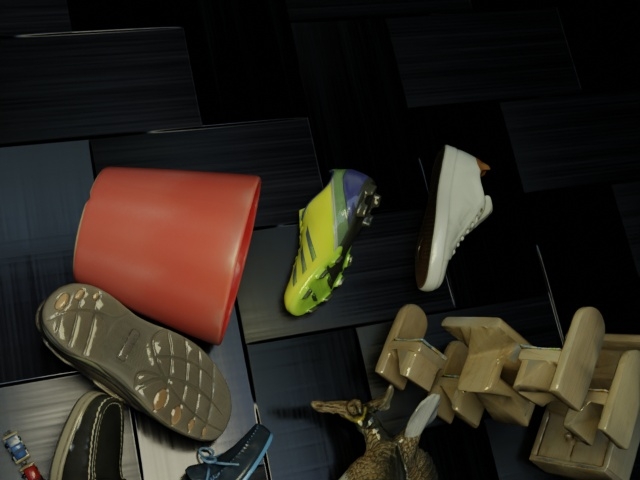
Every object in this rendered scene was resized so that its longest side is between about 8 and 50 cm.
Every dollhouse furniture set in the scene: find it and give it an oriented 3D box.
[{"bbox_3d":[0.374,0.201,1.457,0.394,0.362,0.256,39,64,-30],"label":"dollhouse furniture set"}]

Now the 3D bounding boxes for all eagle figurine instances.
[{"bbox_3d":[0.099,0.396,1.400,0.226,0.225,0.298,-7,67,-24],"label":"eagle figurine"}]

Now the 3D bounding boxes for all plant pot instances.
[{"bbox_3d":[-0.240,0.005,1.392,0.243,0.275,0.274,14,70,-1],"label":"plant pot"}]

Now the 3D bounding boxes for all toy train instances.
[{"bbox_3d":[-0.436,0.357,1.337,0.027,0.036,0.158,-30,84,-22],"label":"toy train"}]

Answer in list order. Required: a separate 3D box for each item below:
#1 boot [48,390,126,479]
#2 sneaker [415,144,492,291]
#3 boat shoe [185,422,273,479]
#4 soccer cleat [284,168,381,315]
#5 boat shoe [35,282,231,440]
[{"bbox_3d":[-0.243,0.413,1.258,0.284,0.138,0.377,1,75,17],"label":"boot"},{"bbox_3d":[0.253,-0.034,1.612,0.123,0.106,0.290,18,69,-8],"label":"sneaker"},{"bbox_3d":[-0.177,0.379,1.369,0.089,0.109,0.258,40,66,2],"label":"boat shoe"},{"bbox_3d":[0.001,0.000,1.556,0.121,0.093,0.289,21,71,23],"label":"soccer cleat"},{"bbox_3d":[-0.288,0.189,1.381,0.355,0.130,0.132,44,61,-22],"label":"boat shoe"}]
